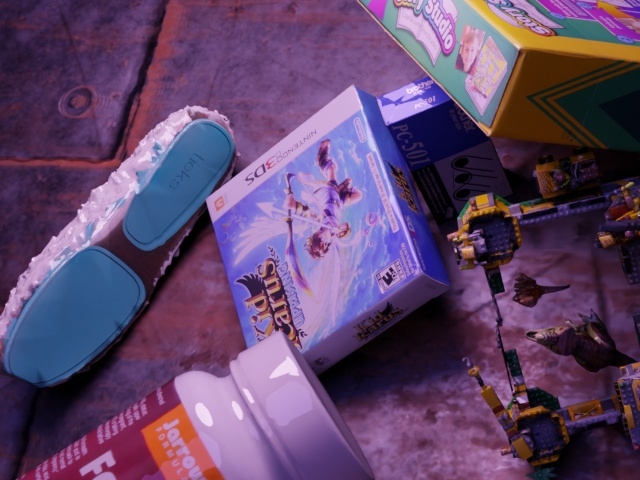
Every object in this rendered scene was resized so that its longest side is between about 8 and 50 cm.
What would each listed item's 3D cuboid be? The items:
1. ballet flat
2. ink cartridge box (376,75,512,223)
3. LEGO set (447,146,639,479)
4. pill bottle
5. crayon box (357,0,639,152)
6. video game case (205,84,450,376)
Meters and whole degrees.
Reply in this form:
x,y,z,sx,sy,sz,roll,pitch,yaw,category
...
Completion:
x,y,z,sx,sy,sz,roll,pitch,yaw,category
-0.250,0.007,1.989,0.147,0.147,0.409,31,73,31,ballet flat
0.140,-0.104,1.839,0.097,0.207,0.046,-22,54,7,ink cartridge box
0.261,0.089,1.617,0.254,0.331,0.192,-6,15,5,LEGO set
-0.155,0.276,1.722,0.392,0.224,0.224,-33,56,1,pill bottle
0.247,-0.215,1.759,0.313,0.106,0.363,3,28,-25,crayon box
0.000,0.000,1.870,0.244,0.061,0.270,-37,52,26,video game case
